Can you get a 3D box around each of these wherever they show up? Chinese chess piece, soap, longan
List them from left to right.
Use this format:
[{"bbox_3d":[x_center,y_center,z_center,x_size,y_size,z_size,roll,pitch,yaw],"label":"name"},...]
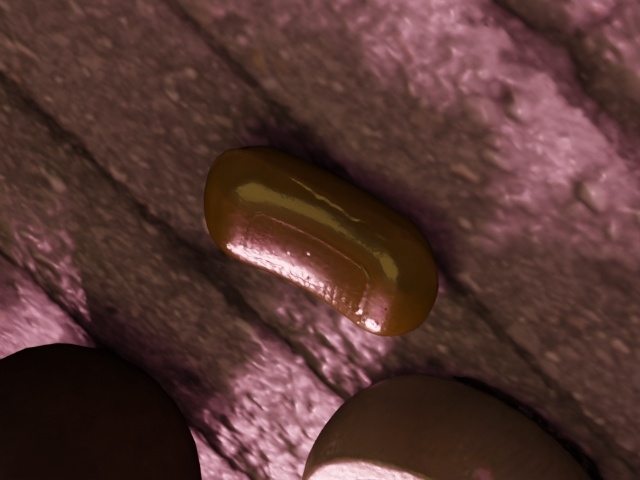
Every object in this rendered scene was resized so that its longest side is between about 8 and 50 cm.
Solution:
[{"bbox_3d":[-0.161,0.157,1.180,0.189,0.189,0.189,23,144,18],"label":"longan"},{"bbox_3d":[0.000,-0.001,0.952,0.140,0.045,0.089,28,148,9],"label":"soap"},{"bbox_3d":[0.078,0.165,1.052,0.188,0.083,0.188,26,145,20],"label":"Chinese chess piece"}]
